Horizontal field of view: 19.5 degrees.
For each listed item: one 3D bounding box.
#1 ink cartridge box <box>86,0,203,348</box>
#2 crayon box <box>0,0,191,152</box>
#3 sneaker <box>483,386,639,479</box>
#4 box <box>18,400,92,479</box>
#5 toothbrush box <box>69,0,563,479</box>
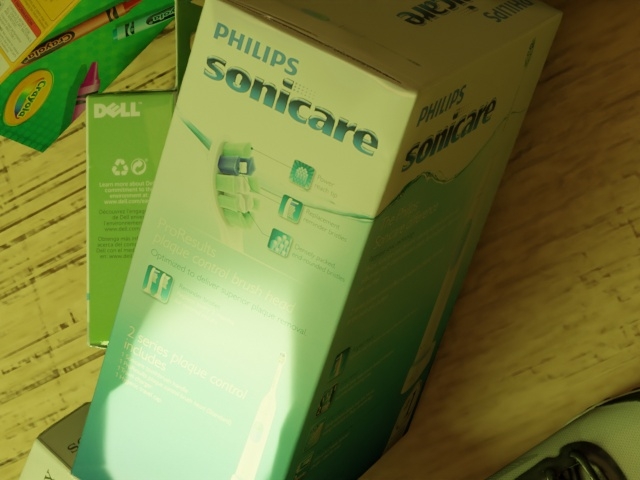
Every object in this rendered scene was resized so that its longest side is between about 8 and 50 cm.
[{"bbox_3d":[-0.096,-0.039,1.152,0.062,0.109,0.209,-1,89,18],"label":"ink cartridge box"},{"bbox_3d":[-0.206,-0.213,1.173,0.165,0.081,0.278,-44,62,14],"label":"crayon box"},{"bbox_3d":[0.118,0.178,1.078,0.271,0.108,0.100,-35,77,14],"label":"sneaker"},{"bbox_3d":[-0.076,0.280,1.117,0.322,0.058,0.232,41,131,17],"label":"box"},{"bbox_3d":[0.000,0.000,1.021,0.126,0.216,0.295,28,118,17],"label":"toothbrush box"}]
